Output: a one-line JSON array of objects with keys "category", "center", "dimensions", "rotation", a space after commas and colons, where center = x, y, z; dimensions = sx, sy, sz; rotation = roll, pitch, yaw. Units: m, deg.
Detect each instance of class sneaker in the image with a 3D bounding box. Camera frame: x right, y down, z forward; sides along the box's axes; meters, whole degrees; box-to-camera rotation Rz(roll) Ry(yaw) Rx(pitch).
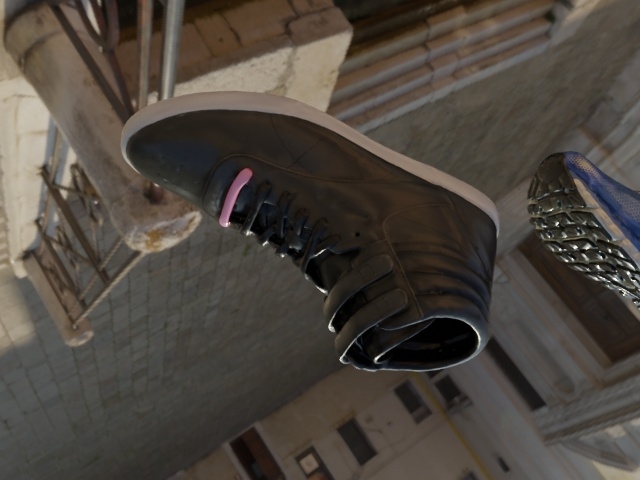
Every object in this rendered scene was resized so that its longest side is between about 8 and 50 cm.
[{"category": "sneaker", "center": [0.000, 0.000, 0.426], "dimensions": [0.296, 0.146, 0.104], "rotation": [18, 136, -14]}, {"category": "sneaker", "center": [0.375, -0.010, 0.703], "dimensions": [0.147, 0.330, 0.130], "rotation": [-60, -161, -6]}]
